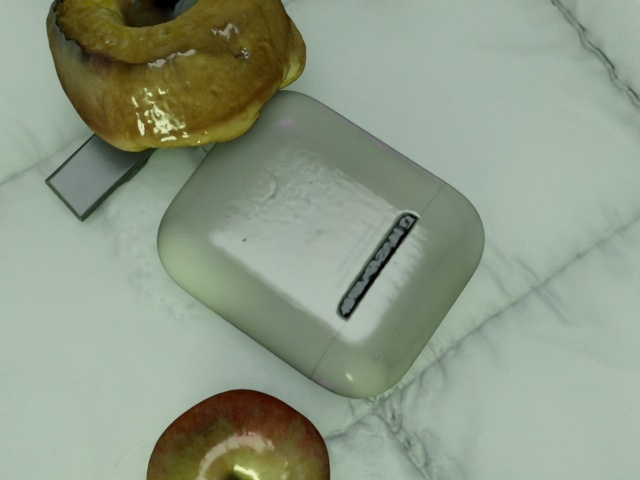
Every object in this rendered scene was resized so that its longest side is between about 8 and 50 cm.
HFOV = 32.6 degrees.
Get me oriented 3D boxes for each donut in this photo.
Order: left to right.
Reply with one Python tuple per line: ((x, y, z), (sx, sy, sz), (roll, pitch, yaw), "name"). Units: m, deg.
((-0.179, -0.235, 1.307), (0.317, 0.150, 0.299), (5, 49, 22), "donut")

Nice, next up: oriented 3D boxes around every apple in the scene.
((-0.094, 0.272, 1.246), (0.209, 0.164, 0.209), (0, 89, -1), "apple")

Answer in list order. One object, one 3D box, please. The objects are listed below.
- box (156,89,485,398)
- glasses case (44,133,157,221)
((0.000, 0.000, 1.316), (0.349, 0.141, 0.288), (34, 78, 8), "box")
((-0.260, -0.113, 1.396), (0.072, 0.042, 0.190), (43, 81, 5), "glasses case")
